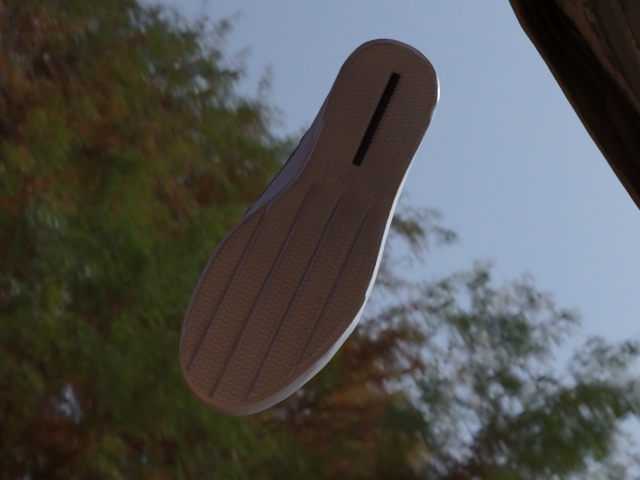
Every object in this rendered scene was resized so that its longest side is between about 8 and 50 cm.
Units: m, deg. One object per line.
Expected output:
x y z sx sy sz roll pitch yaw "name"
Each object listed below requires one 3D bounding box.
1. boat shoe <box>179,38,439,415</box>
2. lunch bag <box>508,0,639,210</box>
0.000 0.000 1.288 0.121 0.335 0.119 30 -21 5 "boat shoe"
0.202 -0.064 0.665 0.169 0.287 0.235 -38 -81 -7 "lunch bag"
